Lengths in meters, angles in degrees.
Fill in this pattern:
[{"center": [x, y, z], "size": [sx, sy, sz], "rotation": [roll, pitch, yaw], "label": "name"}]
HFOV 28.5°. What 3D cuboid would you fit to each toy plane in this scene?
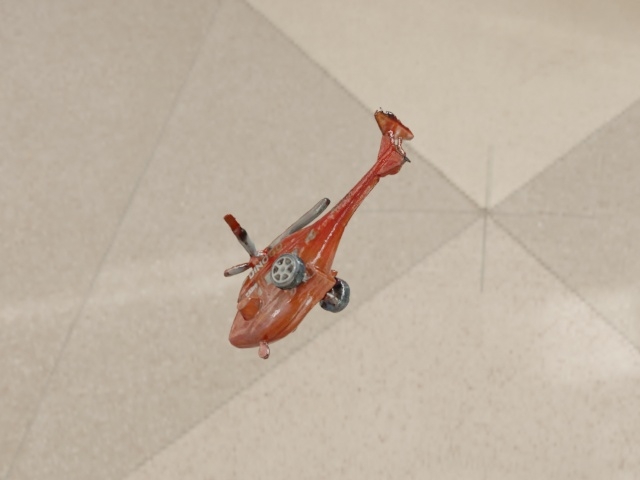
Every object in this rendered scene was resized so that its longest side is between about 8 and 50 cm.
[{"center": [0.004, 0.004, 0.905], "size": [0.194, 0.126, 0.077], "rotation": [-35, 49, -3], "label": "toy plane"}]
